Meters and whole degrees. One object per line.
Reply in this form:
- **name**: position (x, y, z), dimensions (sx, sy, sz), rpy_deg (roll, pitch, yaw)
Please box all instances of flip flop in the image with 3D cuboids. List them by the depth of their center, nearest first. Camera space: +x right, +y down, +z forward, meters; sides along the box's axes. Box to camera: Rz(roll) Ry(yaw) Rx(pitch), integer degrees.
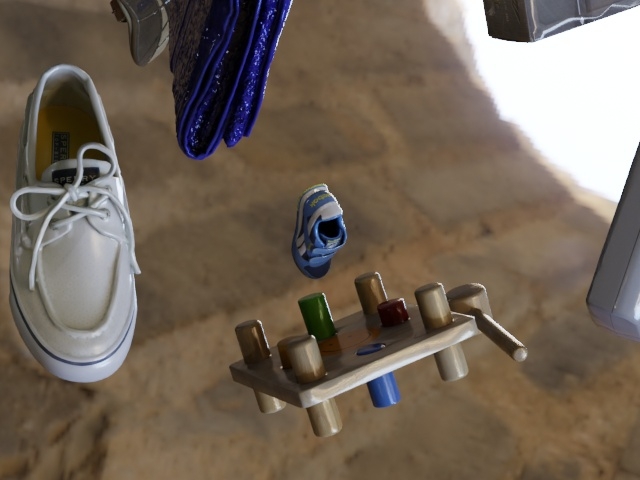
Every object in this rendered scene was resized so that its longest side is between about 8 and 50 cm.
- **flip flop**: position (-0.290, -0.381, 2.322), dimensions (0.080, 0.112, 0.277), rpy_deg (36, 163, 27)

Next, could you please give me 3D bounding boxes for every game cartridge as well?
- **game cartridge**: position (0.303, -0.007, 1.290), dimensions (0.062, 0.198, 0.297), rpy_deg (16, -175, 21)

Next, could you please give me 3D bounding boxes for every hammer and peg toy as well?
- **hammer and peg toy**: position (0.085, 0.119, 1.898), dimensions (0.361, 0.127, 0.266), rpy_deg (-21, -169, -20)

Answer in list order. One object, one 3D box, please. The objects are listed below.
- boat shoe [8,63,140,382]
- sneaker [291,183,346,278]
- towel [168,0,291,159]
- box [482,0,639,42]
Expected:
- **boat shoe**: position (-0.254, -0.040, 1.543), dimensions (0.136, 0.156, 0.367), rpy_deg (1, -126, -12)
- **sneaker**: position (0.000, 0.000, 1.858), dimensions (0.053, 0.144, 0.059), rpy_deg (-25, -132, -25)
- **towel**: position (-0.079, -0.237, 1.374), dimensions (0.076, 0.227, 0.308), rpy_deg (13, -150, -16)
- **box**: position (0.188, -0.274, 1.046), dimensions (0.183, 0.231, 0.056), rpy_deg (-22, -158, -23)
